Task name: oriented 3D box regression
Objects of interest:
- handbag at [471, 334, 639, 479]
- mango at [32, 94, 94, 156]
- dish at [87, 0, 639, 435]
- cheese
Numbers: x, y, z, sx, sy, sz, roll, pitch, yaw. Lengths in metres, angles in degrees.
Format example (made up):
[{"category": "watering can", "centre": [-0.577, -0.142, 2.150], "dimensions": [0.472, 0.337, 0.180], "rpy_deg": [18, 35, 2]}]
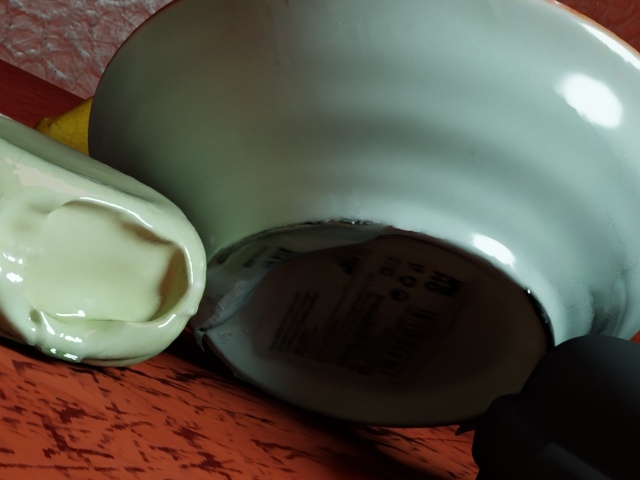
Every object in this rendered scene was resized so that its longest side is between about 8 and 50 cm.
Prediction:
[{"category": "handbag", "centre": [0.183, 0.122, 0.608], "dimensions": [0.254, 0.093, 0.308], "rpy_deg": [25, 3, -33]}, {"category": "mango", "centre": [-0.094, -0.038, 1.040], "dimensions": [0.159, 0.105, 0.084], "rpy_deg": [5, 44, -48]}, {"category": "dish", "centre": [0.025, 0.009, 0.717], "dimensions": [0.260, 0.085, 0.260], "rpy_deg": [8, -37, 6]}, {"category": "cheese", "centre": [-0.134, -0.020, 0.673], "dimensions": [0.137, 0.064, 0.227], "rpy_deg": [26, 1, -39]}]
